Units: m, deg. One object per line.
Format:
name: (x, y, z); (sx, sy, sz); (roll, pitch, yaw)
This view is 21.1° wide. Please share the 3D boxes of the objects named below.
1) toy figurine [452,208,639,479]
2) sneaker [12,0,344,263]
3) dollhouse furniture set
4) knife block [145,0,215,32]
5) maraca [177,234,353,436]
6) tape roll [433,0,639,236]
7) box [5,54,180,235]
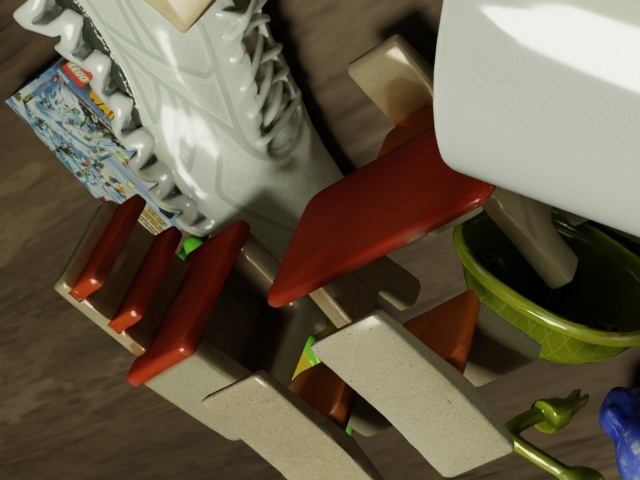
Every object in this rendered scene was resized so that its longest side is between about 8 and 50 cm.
toy figurine: (0.206, 0.153, 0.968); (0.362, 0.191, 0.217); (26, 145, 13)
sneaker: (-0.067, -0.102, 0.972); (0.118, 0.110, 0.292); (-27, 112, 38)
dollhouse furniture set: (0.000, 0.000, 0.859); (0.135, 0.262, 0.259); (43, 133, -20)
knife block: (0.010, -0.231, 0.685); (0.088, 0.276, 0.242); (40, 170, -4)
maraca: (-0.038, 0.066, 1.121); (0.185, 0.099, 0.127); (36, 147, 43)
tape roll: (0.168, -0.115, 0.674); (0.169, 0.246, 0.246); (21, 138, 16)
box: (-0.128, -0.063, 1.106); (0.137, 0.027, 0.094); (48, 140, -15)
